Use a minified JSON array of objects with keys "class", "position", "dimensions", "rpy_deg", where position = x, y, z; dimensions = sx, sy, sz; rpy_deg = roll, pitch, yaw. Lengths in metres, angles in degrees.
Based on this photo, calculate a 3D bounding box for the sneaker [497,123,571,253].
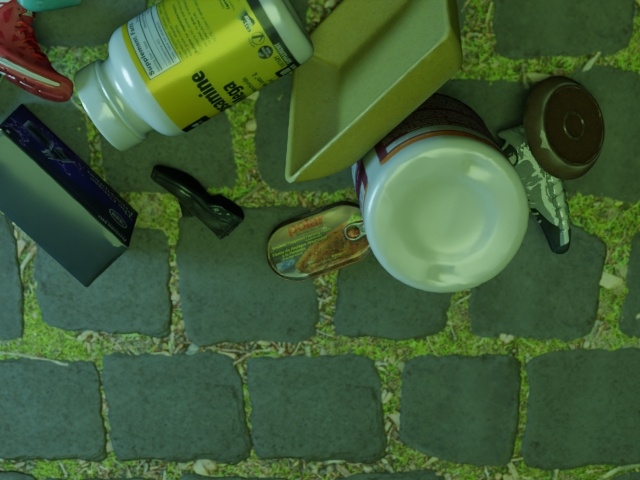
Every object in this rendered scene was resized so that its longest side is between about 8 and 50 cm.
[{"class":"sneaker","position":[0.334,-0.082,1.871],"dimensions":[0.132,0.086,0.228],"rpy_deg":[-10,100,6]}]

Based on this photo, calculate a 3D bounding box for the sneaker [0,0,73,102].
[{"class":"sneaker","position":[-0.444,-0.302,1.708],"dimensions":[0.221,0.087,0.128],"rpy_deg":[26,80,14]}]

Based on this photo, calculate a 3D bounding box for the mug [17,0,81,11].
[{"class":"mug","position":[-0.420,-0.412,1.688],"dimensions":[0.097,0.158,0.129],"rpy_deg":[-14,131,-13]}]

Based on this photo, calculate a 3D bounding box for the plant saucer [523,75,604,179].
[{"class":"plant saucer","position":[0.395,-0.181,1.808],"dimensions":[0.168,0.029,0.168],"rpy_deg":[3,85,-32]}]

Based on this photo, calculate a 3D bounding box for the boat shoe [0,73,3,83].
[{"class":"boat shoe","position":[-0.539,-0.240,1.784],"dimensions":[0.056,0.049,0.152],"rpy_deg":[25,106,-9]}]

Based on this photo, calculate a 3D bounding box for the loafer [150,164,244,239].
[{"class":"loafer","position":[-0.210,-0.061,1.860],"dimensions":[0.170,0.062,0.061],"rpy_deg":[34,110,-12]}]

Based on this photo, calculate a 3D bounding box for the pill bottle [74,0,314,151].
[{"class":"pill bottle","position":[-0.193,-0.276,1.714],"dimensions":[0.334,0.188,0.188],"rpy_deg":[-29,108,8]}]

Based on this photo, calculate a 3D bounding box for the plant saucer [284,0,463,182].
[{"class":"plant saucer","position":[0.088,-0.263,1.620],"dimensions":[0.081,0.333,0.333],"rpy_deg":[31,128,-25]}]

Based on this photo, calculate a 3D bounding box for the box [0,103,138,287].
[{"class":"box","position":[-0.418,-0.073,1.780],"dimensions":[0.103,0.184,0.261],"rpy_deg":[-41,107,12]}]

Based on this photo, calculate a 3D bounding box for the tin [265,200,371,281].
[{"class":"tin","position":[0.000,0.000,1.904],"dimensions":[0.190,0.040,0.106],"rpy_deg":[-19,114,4]}]

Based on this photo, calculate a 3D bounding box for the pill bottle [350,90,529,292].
[{"class":"pill bottle","position":[0.162,-0.094,1.687],"dimensions":[0.224,0.392,0.224],"rpy_deg":[-1,111,-2]}]
